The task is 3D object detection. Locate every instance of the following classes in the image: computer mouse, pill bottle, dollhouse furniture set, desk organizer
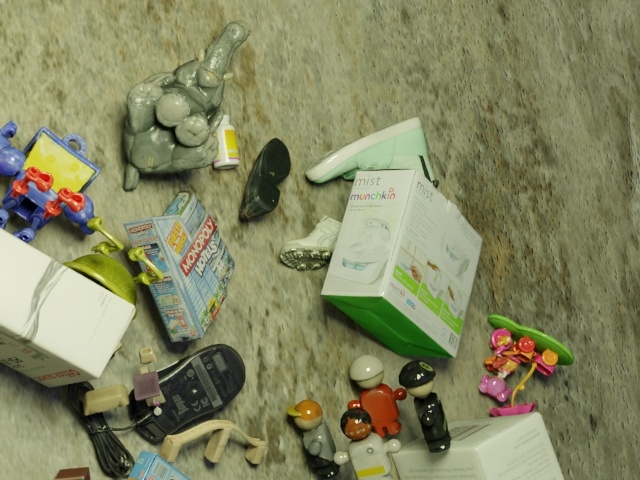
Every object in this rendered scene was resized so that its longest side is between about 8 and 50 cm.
[{"bbox_3d":[-0.251,0.211,1.735,0.262,0.060,0.184,-35,104,-21],"label":"computer mouse"},{"bbox_3d":[-0.157,-0.159,1.882,0.043,0.043,0.083,-4,82,-33],"label":"pill bottle"},{"bbox_3d":[-0.283,0.221,1.682,0.114,0.081,0.091,-14,49,-3],"label":"dollhouse furniture set"},{"bbox_3d":[-0.344,0.389,1.637,0.047,0.050,0.130,-5,99,-1],"label":"desk organizer"}]

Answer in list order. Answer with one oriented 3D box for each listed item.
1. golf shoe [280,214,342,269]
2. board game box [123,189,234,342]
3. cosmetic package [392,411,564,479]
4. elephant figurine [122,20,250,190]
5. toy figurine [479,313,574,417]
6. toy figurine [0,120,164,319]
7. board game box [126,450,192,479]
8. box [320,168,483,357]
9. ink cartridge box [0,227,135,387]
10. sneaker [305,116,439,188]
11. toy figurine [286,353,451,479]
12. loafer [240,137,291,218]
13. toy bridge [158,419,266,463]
[{"bbox_3d":[0.000,0.000,1.947,0.176,0.069,0.086,-1,63,-38],"label":"golf shoe"},{"bbox_3d":[-0.206,0.016,1.734,0.194,0.060,0.194,63,33,-30],"label":"board game box"},{"bbox_3d":[0.313,0.527,1.921,0.162,0.230,0.453,-20,91,-35],"label":"cosmetic package"},{"bbox_3d":[-0.207,-0.214,1.806,0.239,0.186,0.169,-73,157,-50],"label":"elephant figurine"},{"bbox_3d":[0.344,0.242,2.087,0.173,0.130,0.159,31,73,0],"label":"toy figurine"},{"bbox_3d":[-0.356,-0.077,1.650,0.363,0.191,0.217,36,42,-13],"label":"toy figurine"},{"bbox_3d":[-0.245,0.434,1.671,0.160,0.039,0.211,47,56,-38],"label":"board game box"},{"bbox_3d":[0.146,0.041,1.927,0.262,0.127,0.231,39,59,-47],"label":"box"},{"bbox_3d":[-0.422,0.081,1.561,0.283,0.207,0.117,33,65,-22],"label":"ink cartridge box"},{"bbox_3d":[0.099,-0.109,2.006,0.256,0.094,0.151,-24,96,-33],"label":"sneaker"},{"bbox_3d":[0.078,0.281,1.836,0.210,0.213,0.148,-27,107,-29],"label":"toy figurine"},{"bbox_3d":[-0.095,-0.103,1.900,0.062,0.061,0.170,44,39,-22],"label":"loafer"},{"bbox_3d":[-0.154,0.304,1.757,0.188,0.026,0.063,11,104,-43],"label":"toy bridge"}]
